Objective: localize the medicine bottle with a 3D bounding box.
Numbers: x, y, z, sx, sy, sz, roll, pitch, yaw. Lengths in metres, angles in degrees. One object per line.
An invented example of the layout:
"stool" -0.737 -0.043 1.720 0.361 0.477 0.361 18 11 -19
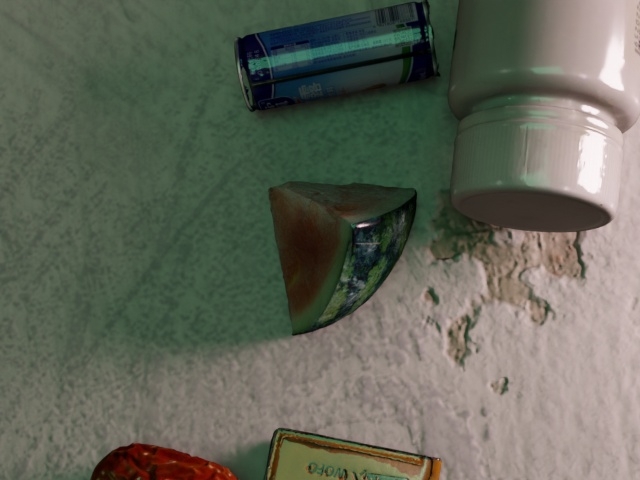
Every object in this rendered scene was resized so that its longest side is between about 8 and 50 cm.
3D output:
"medicine bottle" 0.248 -0.192 1.044 0.208 0.208 0.339 7 79 10

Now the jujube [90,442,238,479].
"jujube" -0.171 0.289 1.053 0.176 0.109 0.112 14 43 19

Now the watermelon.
"watermelon" 0.020 0.013 1.117 0.207 0.136 0.202 -58 34 20

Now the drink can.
"drink can" 0.021 -0.222 1.143 0.235 0.097 0.097 -11 76 6

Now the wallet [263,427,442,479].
"wallet" 0.024 0.302 1.048 0.196 0.042 0.160 9 78 11
